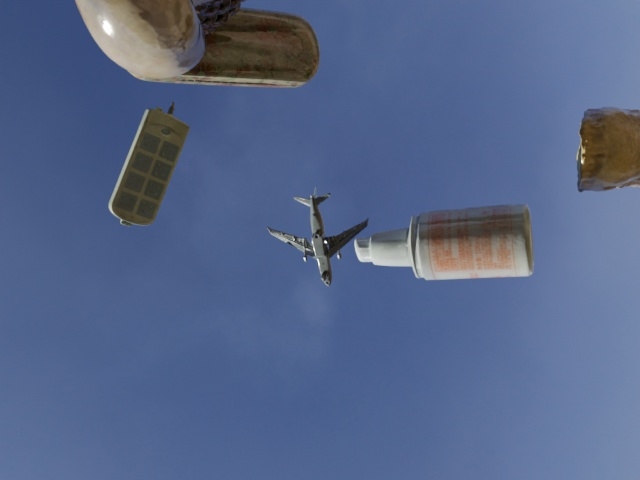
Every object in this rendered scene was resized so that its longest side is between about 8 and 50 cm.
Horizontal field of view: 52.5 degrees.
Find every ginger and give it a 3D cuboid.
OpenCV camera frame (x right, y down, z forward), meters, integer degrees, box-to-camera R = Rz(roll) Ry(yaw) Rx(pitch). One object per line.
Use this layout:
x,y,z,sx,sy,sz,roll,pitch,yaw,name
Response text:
0.465,-0.132,0.945,0.354,0.190,0.126,-9,-79,-37,ginger

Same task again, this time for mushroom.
-0.160,-0.278,0.685,0.204,0.204,0.204,1,-92,-49,mushroom

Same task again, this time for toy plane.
-0.001,0.000,1.408,0.058,0.226,0.226,-50,-46,-71,toy plane

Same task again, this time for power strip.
-0.288,-0.130,1.102,0.080,0.029,0.226,21,-92,-29,power strip

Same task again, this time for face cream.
0.170,0.007,0.924,0.101,0.252,0.101,-4,-90,-71,face cream

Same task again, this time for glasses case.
-0.197,-0.397,1.327,0.426,0.098,0.156,-5,-92,-27,glasses case

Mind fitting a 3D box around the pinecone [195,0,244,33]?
-0.231,-0.480,1.059,0.247,0.292,0.246,-13,-46,-14,pinecone
